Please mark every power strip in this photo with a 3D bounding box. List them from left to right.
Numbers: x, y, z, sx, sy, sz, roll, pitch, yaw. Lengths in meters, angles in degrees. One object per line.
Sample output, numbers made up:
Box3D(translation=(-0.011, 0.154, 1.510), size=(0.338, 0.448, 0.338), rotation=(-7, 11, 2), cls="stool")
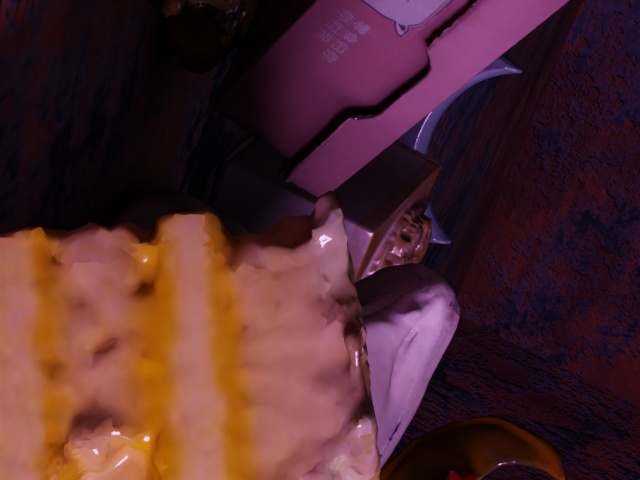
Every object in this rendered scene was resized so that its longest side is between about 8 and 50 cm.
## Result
Box3D(translation=(0.096, -0.113, 1.321), size=(0.044, 0.137, 0.216), rotation=(-17, 128, -68), cls="power strip")

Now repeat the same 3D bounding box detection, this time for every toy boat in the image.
Box3D(translation=(-0.061, -0.119, 0.754), size=(0.049, 0.047, 0.149), rotation=(-56, 177, -4), cls="toy boat")

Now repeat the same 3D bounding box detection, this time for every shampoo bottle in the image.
Box3D(translation=(-0.081, 0.016, 0.921), size=(0.079, 0.079, 0.162), rotation=(-63, 170, -1), cls="shampoo bottle")

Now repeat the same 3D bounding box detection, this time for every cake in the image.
Box3D(translation=(-0.120, 0.124, 0.544), size=(0.227, 0.286, 0.222), rotation=(89, -5, -69), cls="cake")

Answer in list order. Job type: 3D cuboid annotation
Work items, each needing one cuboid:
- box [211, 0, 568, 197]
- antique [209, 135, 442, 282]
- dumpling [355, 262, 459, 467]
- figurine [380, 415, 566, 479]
Box3D(translation=(0.050, -0.161, 0.785), size=(0.215, 0.086, 0.215), rotation=(-39, -155, 47), cls="box")
Box3D(translation=(0.000, 0.000, 1.102), size=(0.152, 0.148, 0.146), rotation=(-43, 156, -56), cls="antique")
Box3D(translation=(-0.094, 0.123, 0.804), size=(0.341, 0.181, 0.260), rotation=(-61, -162, -20), cls="dumpling")
Box3D(translation=(0.027, 0.286, 1.382), size=(0.401, 0.387, 0.268), rotation=(-33, 122, -3), cls="figurine")
